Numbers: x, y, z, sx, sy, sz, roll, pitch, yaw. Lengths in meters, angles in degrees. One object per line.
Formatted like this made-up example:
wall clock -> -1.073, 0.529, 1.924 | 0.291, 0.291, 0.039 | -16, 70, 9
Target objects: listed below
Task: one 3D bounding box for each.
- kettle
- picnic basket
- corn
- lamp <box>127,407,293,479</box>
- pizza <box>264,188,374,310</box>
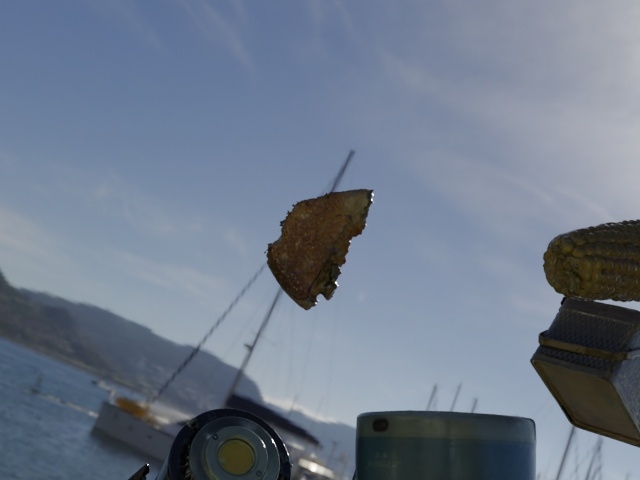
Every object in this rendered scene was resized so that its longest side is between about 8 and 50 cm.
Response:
kettle -> 0.145, 0.417, 1.251 | 0.247, 0.342, 0.319 | 13, -17, -37
picnic basket -> 0.501, 0.233, 1.580 | 0.165, 0.139, 0.266 | 11, -31, 46
corn -> 0.461, 0.024, 1.206 | 0.363, 0.120, 0.120 | 1, -4, -23
lamp -> -0.161, 0.410, 1.513 | 0.374, 0.272, 0.205 | -5, 56, -48
pizza -> 0.000, 0.000, 1.504 | 0.147, 0.226, 0.069 | 28, 1, 35
